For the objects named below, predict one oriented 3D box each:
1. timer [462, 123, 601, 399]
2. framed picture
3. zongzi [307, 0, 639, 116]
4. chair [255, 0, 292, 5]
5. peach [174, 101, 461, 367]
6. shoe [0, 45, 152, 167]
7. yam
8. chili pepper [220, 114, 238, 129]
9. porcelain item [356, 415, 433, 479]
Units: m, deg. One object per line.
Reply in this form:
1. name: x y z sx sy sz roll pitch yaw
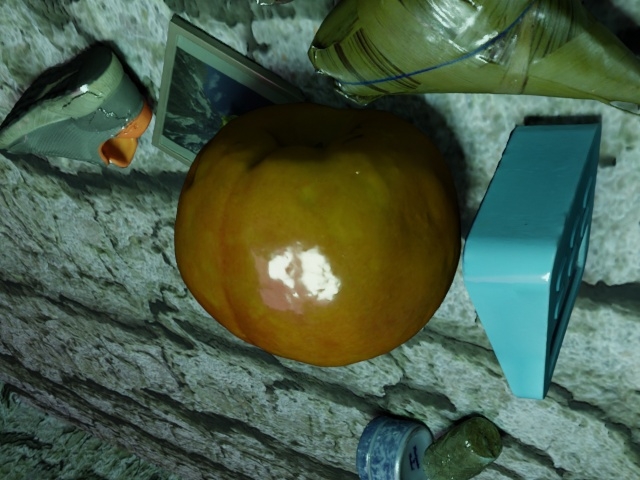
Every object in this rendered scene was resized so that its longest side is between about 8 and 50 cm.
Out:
1. timer: 0.253 0.026 0.824 0.091 0.231 0.250 4 139 32
2. framed picture: -0.141 -0.170 1.084 0.209 0.019 0.281 30 147 2
3. zongzi: 0.154 -0.170 0.752 0.289 0.123 0.260 36 152 -14
4. chair: -0.035 -0.325 0.704 0.175 0.183 0.326 44 -170 -19
5. peach: 0.000 0.000 0.914 0.343 0.343 0.301 14 120 26
6. shoe: -0.371 -0.178 1.186 0.336 0.132 0.171 -11 137 43
7. yam: 0.270 0.393 1.414 0.107 0.107 0.183 31 146 2
8. chili pepper: -0.073 -0.104 1.068 0.049 0.043 0.208 -33 119 27
9. porcelain item: 0.147 0.433 1.530 0.114 0.147 0.147 6 139 38
